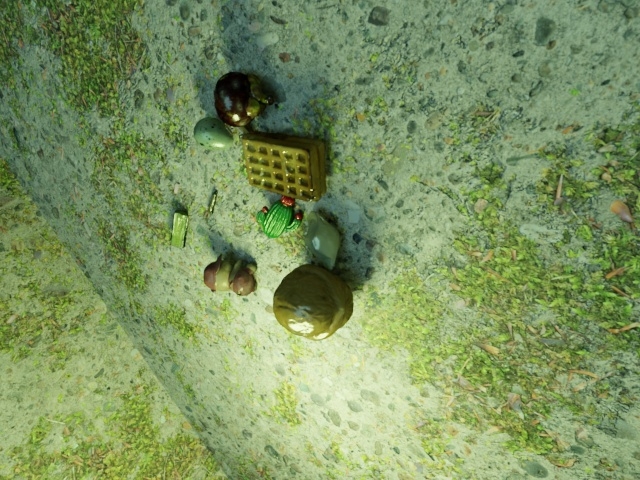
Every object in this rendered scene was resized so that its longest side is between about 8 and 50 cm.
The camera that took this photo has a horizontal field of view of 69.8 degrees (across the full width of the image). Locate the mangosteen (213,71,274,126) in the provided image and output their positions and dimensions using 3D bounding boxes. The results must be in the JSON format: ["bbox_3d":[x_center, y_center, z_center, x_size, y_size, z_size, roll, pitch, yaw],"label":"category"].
[{"bbox_3d":[-0.273,-0.506,1.648,0.218,0.192,0.192,0,120,2],"label":"mangosteen"}]

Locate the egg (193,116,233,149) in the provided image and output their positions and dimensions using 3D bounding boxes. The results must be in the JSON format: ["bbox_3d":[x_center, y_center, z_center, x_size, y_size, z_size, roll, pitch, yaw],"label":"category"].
[{"bbox_3d":[-0.426,-0.418,1.827,0.164,0.131,0.131,30,130,13],"label":"egg"}]

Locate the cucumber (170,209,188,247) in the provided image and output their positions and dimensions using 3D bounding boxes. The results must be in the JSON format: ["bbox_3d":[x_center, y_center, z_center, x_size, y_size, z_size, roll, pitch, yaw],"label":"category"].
[{"bbox_3d":[-0.702,-0.063,2.295,0.078,0.062,0.211,13,123,-10],"label":"cucumber"}]

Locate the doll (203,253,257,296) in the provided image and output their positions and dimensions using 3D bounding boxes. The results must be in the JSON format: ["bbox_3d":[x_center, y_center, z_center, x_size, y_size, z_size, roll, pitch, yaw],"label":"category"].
[{"bbox_3d":[-0.424,0.166,2.153,0.256,0.152,0.195,11,90,15],"label":"doll"}]

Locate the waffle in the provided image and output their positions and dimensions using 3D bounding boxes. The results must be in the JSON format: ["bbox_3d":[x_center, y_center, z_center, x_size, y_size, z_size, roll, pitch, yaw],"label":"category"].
[{"bbox_3d":[-0.134,-0.275,1.673,0.328,0.098,0.223,17,126,32],"label":"waffle"}]

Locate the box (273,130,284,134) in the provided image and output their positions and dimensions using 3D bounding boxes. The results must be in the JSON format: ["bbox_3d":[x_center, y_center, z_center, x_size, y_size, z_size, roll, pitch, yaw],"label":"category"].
[{"bbox_3d":[-0.090,-0.310,1.706,0.221,0.032,0.122,29,130,20],"label":"box"}]

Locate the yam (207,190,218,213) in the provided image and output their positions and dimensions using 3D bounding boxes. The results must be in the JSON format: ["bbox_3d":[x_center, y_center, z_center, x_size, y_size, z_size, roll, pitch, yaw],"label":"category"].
[{"bbox_3d":[-0.493,-0.175,2.090,0.033,0.027,0.129,35,130,14],"label":"yam"}]

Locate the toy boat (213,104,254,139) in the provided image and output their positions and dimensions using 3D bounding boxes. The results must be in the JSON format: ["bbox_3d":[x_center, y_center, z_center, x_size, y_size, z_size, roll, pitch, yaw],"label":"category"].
[{"bbox_3d":[-0.335,-0.453,1.780,0.072,0.064,0.206,-42,87,27],"label":"toy boat"}]

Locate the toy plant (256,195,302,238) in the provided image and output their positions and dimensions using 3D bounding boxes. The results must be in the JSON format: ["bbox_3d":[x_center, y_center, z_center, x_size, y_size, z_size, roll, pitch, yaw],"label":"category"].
[{"bbox_3d":[-0.152,-0.097,1.842,0.241,0.088,0.154,-28,109,32],"label":"toy plant"}]

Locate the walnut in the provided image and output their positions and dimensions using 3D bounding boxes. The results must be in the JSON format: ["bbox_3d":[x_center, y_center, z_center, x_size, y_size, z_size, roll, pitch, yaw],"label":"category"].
[{"bbox_3d":[-0.027,0.242,1.788,0.333,0.333,0.332,18,125,28],"label":"walnut"}]

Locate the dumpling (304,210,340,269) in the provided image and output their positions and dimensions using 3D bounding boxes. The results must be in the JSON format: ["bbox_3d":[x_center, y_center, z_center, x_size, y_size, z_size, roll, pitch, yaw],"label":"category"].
[{"bbox_3d":[-0.002,-0.004,1.770,0.215,0.126,0.166,48,162,-14],"label":"dumpling"}]
